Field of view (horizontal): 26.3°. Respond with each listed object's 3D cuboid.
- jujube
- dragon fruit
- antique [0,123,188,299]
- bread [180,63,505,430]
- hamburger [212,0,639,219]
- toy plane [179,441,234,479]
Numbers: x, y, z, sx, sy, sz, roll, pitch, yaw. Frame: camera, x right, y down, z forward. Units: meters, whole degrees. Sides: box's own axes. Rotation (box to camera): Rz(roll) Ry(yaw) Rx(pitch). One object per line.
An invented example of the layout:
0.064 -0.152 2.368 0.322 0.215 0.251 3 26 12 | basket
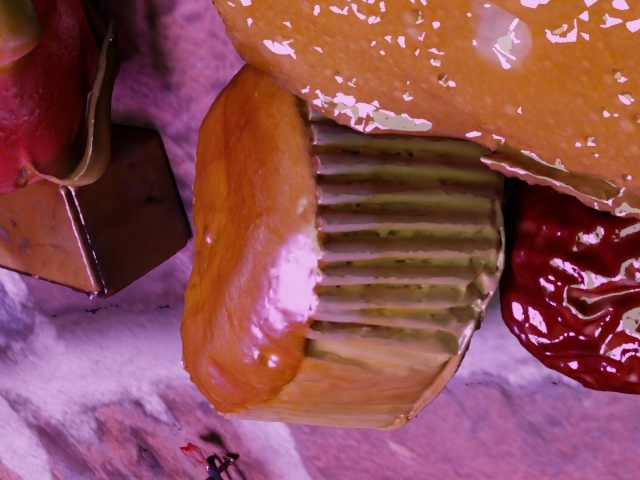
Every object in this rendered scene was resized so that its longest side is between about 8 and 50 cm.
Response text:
0.162 0.015 0.631 0.176 0.109 0.112 1 143 45 | jujube
-0.238 -0.137 0.860 0.224 0.224 0.227 27 135 30 | dragon fruit
-0.240 -0.040 1.034 0.310 0.087 0.093 12 126 42 | antique
0.000 0.000 0.729 0.250 0.133 0.179 124 143 -60 | bread
0.083 -0.156 0.515 0.304 0.174 0.284 29 141 27 | hamburger
-0.064 0.220 1.108 0.145 0.037 0.060 56 154 -12 | toy plane
